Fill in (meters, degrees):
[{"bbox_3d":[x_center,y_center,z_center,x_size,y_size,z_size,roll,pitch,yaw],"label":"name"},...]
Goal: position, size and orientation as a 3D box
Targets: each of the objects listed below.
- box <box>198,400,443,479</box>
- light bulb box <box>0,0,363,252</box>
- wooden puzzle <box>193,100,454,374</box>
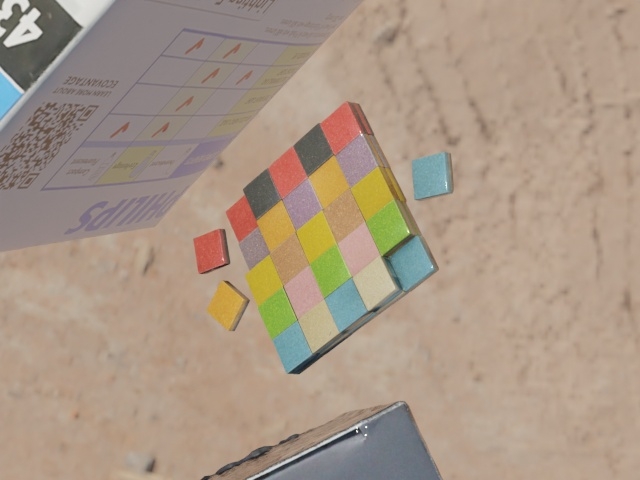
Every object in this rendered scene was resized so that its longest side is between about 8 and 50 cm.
[{"bbox_3d":[-0.031,0.131,0.587,0.156,0.158,0.093,-26,86,-9],"label":"box"},{"bbox_3d":[-0.111,-0.195,0.905,0.361,0.358,0.225,-45,81,15],"label":"light bulb box"},{"bbox_3d":[0.000,0.000,0.410,0.083,0.049,0.006,-39,152,30],"label":"wooden puzzle"}]
